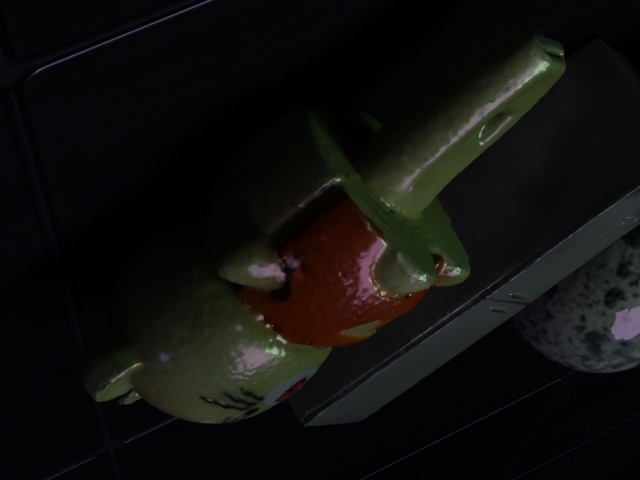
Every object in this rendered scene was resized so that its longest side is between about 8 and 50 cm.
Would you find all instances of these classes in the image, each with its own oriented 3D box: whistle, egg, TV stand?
[{"bbox_3d":[0.000,0.000,0.692,0.288,0.106,0.131,-38,165,22],"label":"whistle"},{"bbox_3d":[0.187,0.020,0.963,0.132,0.132,0.172,-35,174,15],"label":"egg"},{"bbox_3d":[0.088,0.002,0.847,0.269,0.088,0.083,-37,159,21],"label":"TV stand"}]
